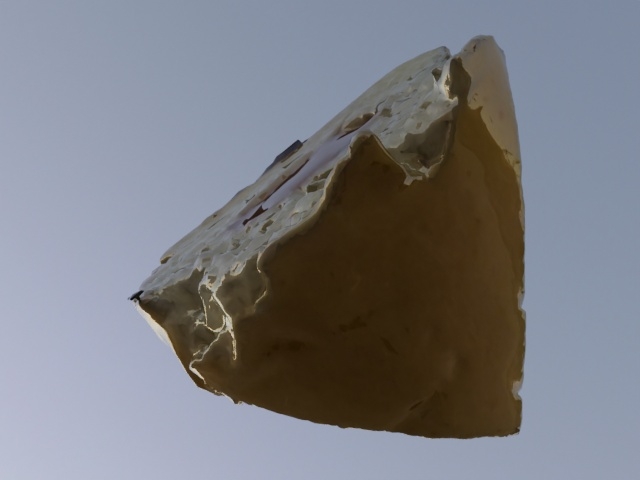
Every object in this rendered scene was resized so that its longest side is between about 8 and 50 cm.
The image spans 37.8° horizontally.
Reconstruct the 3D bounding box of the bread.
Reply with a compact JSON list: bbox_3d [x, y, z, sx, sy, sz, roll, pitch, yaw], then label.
[{"bbox_3d":[-0.005,-0.011,0.551,0.211,0.183,0.223,1,-81,-16],"label":"bread"}]
